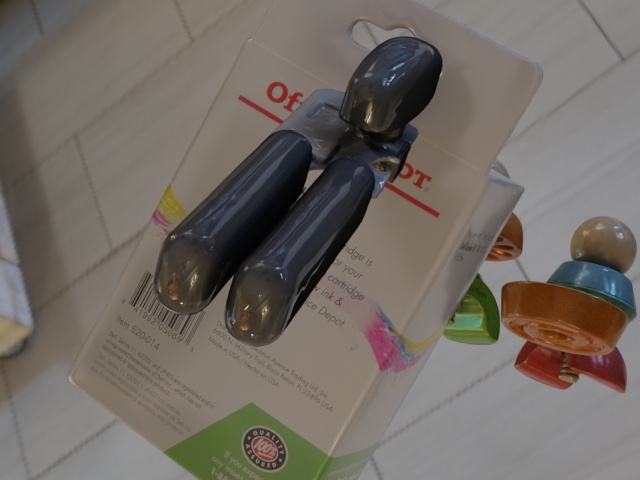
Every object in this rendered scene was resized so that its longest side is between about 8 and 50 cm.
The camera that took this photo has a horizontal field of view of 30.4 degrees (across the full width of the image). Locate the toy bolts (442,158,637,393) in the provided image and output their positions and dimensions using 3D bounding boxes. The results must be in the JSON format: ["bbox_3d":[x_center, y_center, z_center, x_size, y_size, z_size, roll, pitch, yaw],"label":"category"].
[{"bbox_3d":[0.206,0.023,1.007,0.218,0.228,0.159,-2,65,52],"label":"toy bolts"}]

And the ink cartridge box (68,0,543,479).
[{"bbox_3d":[0.000,0.000,0.834,0.207,0.119,0.354,33,99,19],"label":"ink cartridge box"}]

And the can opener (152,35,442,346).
[{"bbox_3d":[-0.005,-0.042,0.636,0.074,0.280,0.093,22,122,9],"label":"can opener"}]
